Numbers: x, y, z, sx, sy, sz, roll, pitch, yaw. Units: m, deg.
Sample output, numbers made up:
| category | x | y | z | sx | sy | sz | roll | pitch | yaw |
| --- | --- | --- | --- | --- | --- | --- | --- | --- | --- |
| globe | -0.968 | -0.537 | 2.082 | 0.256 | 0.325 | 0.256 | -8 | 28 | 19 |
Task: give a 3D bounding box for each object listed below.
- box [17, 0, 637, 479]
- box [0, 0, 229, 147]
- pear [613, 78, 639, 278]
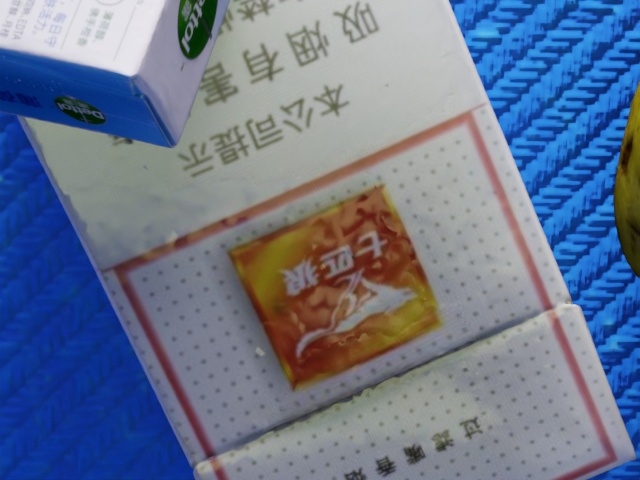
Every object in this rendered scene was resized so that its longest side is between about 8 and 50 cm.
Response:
| category | x | y | z | sx | sy | sz | roll | pitch | yaw |
| --- | --- | --- | --- | --- | --- | --- | --- | --- | --- |
| box | 0.000 | 0.000 | 0.972 | 0.210 | 0.095 | 0.330 | -23 | 109 | 2 |
| box | -0.103 | -0.152 | 0.861 | 0.139 | 0.073 | 0.194 | 12 | 69 | 17 |
| pear | 0.282 | -0.025 | 0.897 | 0.304 | 0.304 | 0.304 | -1 | 106 | -5 |
